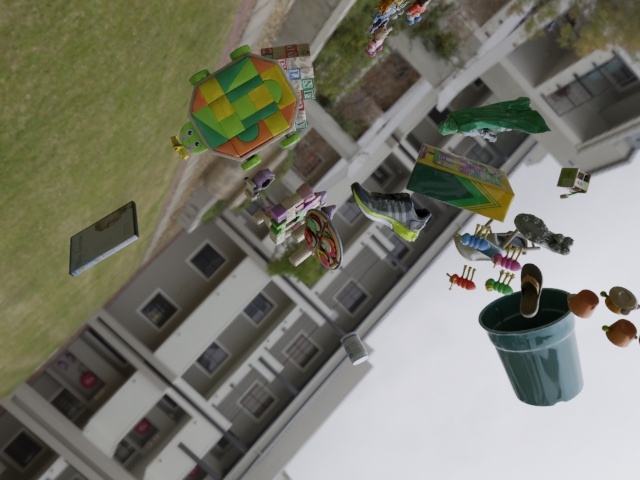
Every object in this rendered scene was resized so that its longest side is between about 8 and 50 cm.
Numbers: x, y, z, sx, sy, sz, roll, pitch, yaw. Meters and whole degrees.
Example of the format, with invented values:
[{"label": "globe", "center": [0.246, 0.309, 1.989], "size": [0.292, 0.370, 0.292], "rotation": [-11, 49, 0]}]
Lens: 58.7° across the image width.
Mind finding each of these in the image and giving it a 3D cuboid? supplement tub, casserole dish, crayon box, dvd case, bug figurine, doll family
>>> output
[{"label": "supplement tub", "center": [0.127, 0.405, 2.142], "size": [0.070, 0.107, 0.071], "rotation": [-22, 154, -12]}, {"label": "casserole dish", "center": [0.548, 0.026, 1.845], "size": [0.037, 0.114, 0.188], "rotation": [-62, 159, 14]}, {"label": "crayon box", "center": [0.458, -0.198, 1.879], "size": [0.363, 0.312, 0.106], "rotation": [-54, 164, -68]}, {"label": "dvd case", "center": [-0.697, -0.009, 1.827], "size": [0.252, 0.022, 0.180], "rotation": [-30, -135, 6]}, {"label": "bug figurine", "center": [0.507, 0.084, 1.770], "size": [0.279, 0.216, 0.072], "rotation": [90, 24, -46]}, {"label": "doll family", "center": [0.205, -0.669, 1.666], "size": [0.263, 0.118, 0.163], "rotation": [-41, 180, -7]}]

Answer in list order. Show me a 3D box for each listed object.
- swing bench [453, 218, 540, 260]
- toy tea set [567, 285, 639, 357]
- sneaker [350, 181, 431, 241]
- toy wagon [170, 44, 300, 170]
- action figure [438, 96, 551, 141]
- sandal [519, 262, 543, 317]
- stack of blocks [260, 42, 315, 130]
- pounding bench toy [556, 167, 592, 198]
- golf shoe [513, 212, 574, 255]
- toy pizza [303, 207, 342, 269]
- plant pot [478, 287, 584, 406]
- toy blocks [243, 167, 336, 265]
[{"label": "swing bench", "center": [0.777, 0.009, 2.522], "size": [0.254, 0.165, 0.253], "rotation": [-23, -170, -25]}, {"label": "toy tea set", "center": [0.872, 0.256, 1.643], "size": [0.200, 0.336, 0.124], "rotation": [-31, 151, -32]}, {"label": "sneaker", "center": [0.222, -0.115, 1.809], "size": [0.121, 0.299, 0.111], "rotation": [-49, -150, 24]}, {"label": "toy wagon", "center": [-0.223, -0.311, 1.437], "size": [0.344, 0.267, 0.068], "rotation": [-30, -168, 1]}, {"label": "action figure", "center": [0.363, -0.258, 1.240], "size": [0.137, 0.232, 0.064], "rotation": [-111, -161, -46]}, {"label": "sandal", "center": [0.659, 0.152, 1.799], "size": [0.072, 0.049, 0.180], "rotation": [-4, -117, 39]}, {"label": "stack of blocks", "center": [-0.107, -0.540, 2.040], "size": [0.171, 0.297, 0.087], "rotation": [-7, -133, -1]}, {"label": "pounding bench toy", "center": [0.661, -0.140, 1.487], "size": [0.052, 0.065, 0.083], "rotation": [15, -92, 62]}, {"label": "golf shoe", "center": [0.593, -0.013, 1.548], "size": [0.069, 0.176, 0.086], "rotation": [-58, -177, -2]}, {"label": "toy pizza", "center": [0.000, 0.000, 1.727], "size": [0.032, 0.201, 0.201], "rotation": [-23, 178, -26]}, {"label": "plant pot", "center": [0.792, 0.395, 2.079], "size": [0.340, 0.334, 0.341], "rotation": [-20, -167, 5]}, {"label": "toy blocks", "center": [-0.080, -0.127, 2.068], "size": [0.260, 0.309, 0.289], "rotation": [-38, 165, -18]}]
